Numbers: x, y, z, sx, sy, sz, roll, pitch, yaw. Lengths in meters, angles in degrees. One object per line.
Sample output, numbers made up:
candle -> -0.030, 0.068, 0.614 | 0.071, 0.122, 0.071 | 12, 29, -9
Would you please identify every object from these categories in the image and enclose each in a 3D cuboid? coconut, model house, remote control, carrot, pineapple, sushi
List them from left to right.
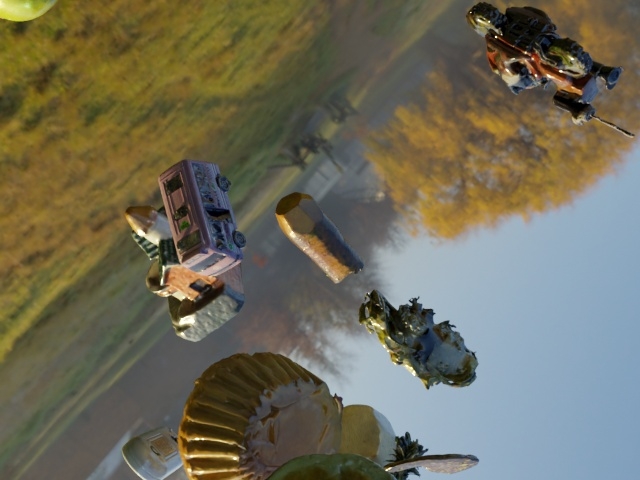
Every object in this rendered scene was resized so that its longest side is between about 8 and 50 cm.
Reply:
remote control -> -0.288, 0.376, 1.378 | 0.047, 0.087, 0.244 | -47, 173, -4
model house -> -0.324, 0.028, 1.638 | 0.190, 0.301, 0.271 | -32, -135, 19
carrot -> 0.000, 0.000, 1.955 | 0.114, 0.302, 0.114 | -24, -140, 22
coconut -> 0.093, 0.502, 1.809 | 0.224, 0.224, 0.224 | -50, -178, 3
pineapple -> 0.147, 0.513, 1.643 | 0.221, 0.083, 0.103 | -58, -176, 4
sushi -> 0.212, 0.215, 1.643 | 0.131, 0.291, 0.139 | -48, -169, 18

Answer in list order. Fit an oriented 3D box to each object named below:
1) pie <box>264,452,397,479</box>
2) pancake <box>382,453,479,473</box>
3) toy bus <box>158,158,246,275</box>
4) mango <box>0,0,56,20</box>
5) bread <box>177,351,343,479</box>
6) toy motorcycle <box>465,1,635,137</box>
pie -> 0.015, 0.395, 1.043 | 0.240, 0.240, 0.054 | -51, 155, -25
pancake -> 0.222, 0.446, 1.535 | 0.184, 0.020, 0.190 | -14, 152, 14
toy bus -> -0.213, -0.041, 1.377 | 0.096, 0.198, 0.108 | -28, 159, 29
mango -> -0.430, -0.431, 1.077 | 0.175, 0.293, 0.143 | -35, 146, 25
bread -> -0.095, 0.313, 1.269 | 0.149, 0.274, 0.274 | -3, -139, 54
toy motorcycle -> 0.454, -0.326, 1.490 | 0.134, 0.401, 0.207 | -50, 143, -5
